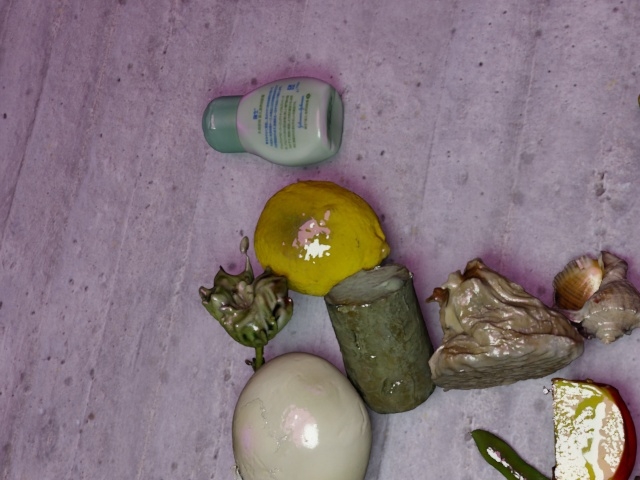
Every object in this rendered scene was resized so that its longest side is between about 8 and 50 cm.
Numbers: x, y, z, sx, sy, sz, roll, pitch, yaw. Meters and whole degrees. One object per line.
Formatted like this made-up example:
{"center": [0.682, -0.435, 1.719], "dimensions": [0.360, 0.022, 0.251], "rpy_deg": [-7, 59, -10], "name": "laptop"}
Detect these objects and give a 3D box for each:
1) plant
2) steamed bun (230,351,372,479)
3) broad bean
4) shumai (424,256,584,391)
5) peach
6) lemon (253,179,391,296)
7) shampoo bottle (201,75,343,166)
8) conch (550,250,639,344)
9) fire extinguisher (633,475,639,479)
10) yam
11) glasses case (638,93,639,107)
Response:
{"center": [-0.117, 0.192, 1.761], "dimensions": [0.180, 0.333, 0.251], "rpy_deg": [-30, 37, -5], "name": "plant"}
{"center": [-0.063, 0.402, 1.689], "dimensions": [0.334, 0.233, 0.312], "rpy_deg": [24, 118, 39], "name": "steamed bun"}
{"center": [0.409, 0.472, 1.655], "dimensions": [0.254, 0.046, 0.065], "rpy_deg": [32, 83, 23], "name": "broad bean"}
{"center": [0.361, 0.151, 1.635], "dimensions": [0.314, 0.267, 0.262], "rpy_deg": [-16, 66, 29], "name": "shumai"}
{"center": [0.532, 0.404, 1.561], "dimensions": [0.154, 0.159, 0.267], "rpy_deg": [-7, 73, 30], "name": "peach"}
{"center": [0.000, 0.000, 1.804], "dimensions": [0.322, 0.268, 0.268], "rpy_deg": [21, 85, 31], "name": "lemon"}
{"center": [-0.128, -0.290, 1.988], "dimensions": [0.350, 0.151, 0.221], "rpy_deg": [0, 83, 20], "name": "shampoo bottle"}
{"center": [0.560, 0.114, 1.630], "dimensions": [0.178, 0.163, 0.245], "rpy_deg": [11, 51, 7], "name": "conch"}
{"center": [0.600, 0.570, 1.552], "dimensions": [0.099, 0.071, 0.231], "rpy_deg": [12, 82, 51], "name": "fire extinguisher"}
{"center": [0.132, 0.205, 1.688], "dimensions": [0.195, 0.195, 0.300], "rpy_deg": [-6, 119, 20], "name": "yam"}
{"center": [0.790, -0.317, 1.690], "dimensions": [0.234, 0.064, 0.079], "rpy_deg": [-21, 64, 16], "name": "glasses case"}
